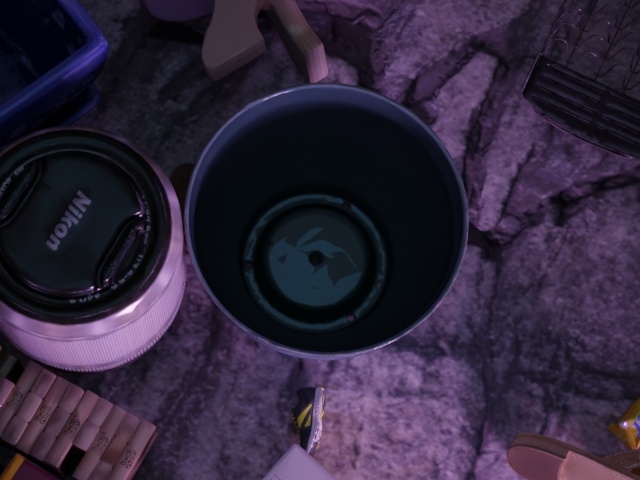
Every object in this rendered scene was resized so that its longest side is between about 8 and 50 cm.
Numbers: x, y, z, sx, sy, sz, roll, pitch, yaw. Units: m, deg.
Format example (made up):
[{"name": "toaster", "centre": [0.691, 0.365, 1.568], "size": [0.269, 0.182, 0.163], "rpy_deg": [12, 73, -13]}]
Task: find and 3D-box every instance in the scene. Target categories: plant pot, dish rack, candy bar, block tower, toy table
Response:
[{"name": "plant pot", "centre": [0.000, 0.000, 1.820], "size": [0.293, 0.196, 0.293], "rpy_deg": [1, 75, -4]}, {"name": "dish rack", "centre": [0.364, -0.237, 1.970], "size": [0.208, 0.074, 0.271], "rpy_deg": [25, 75, 4]}, {"name": "candy bar", "centre": [0.385, 0.167, 1.889], "size": [0.040, 0.018, 0.161], "rpy_deg": [42, 77, 8]}, {"name": "plant pot", "centre": [-0.384, -0.198, 1.843], "size": [0.236, 0.212, 0.236], "rpy_deg": [-38, 80, -11]}, {"name": "block tower", "centre": [-0.344, 0.167, 1.809], "size": [0.335, 0.091, 0.097], "rpy_deg": [29, 74, 5]}, {"name": "toy table", "centre": [-0.053, -0.301, 1.889], "size": [0.274, 0.252, 0.161], "rpy_deg": [-38, 64, -1]}]

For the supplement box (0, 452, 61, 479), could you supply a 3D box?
[{"name": "supplement box", "centre": [-0.257, 0.311, 1.767], "size": [0.188, 0.104, 0.081], "rpy_deg": [31, 76, 5]}]

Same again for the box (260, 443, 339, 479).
[{"name": "box", "centre": [-0.021, 0.283, 1.790], "size": [0.102, 0.101, 0.087], "rpy_deg": [40, 76, 6]}]

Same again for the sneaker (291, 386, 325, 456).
[{"name": "sneaker", "centre": [-0.016, 0.200, 1.853], "size": [0.035, 0.031, 0.083], "rpy_deg": [7, 70, 12]}]

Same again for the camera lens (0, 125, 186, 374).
[{"name": "camera lens", "centre": [-0.251, 0.017, 1.759], "size": [0.219, 0.274, 0.219], "rpy_deg": [1, 74, -3]}]

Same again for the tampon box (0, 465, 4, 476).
[{"name": "tampon box", "centre": [-0.431, 0.236, 1.768], "size": [0.161, 0.120, 0.101], "rpy_deg": [31, 75, 5]}]

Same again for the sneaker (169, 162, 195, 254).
[{"name": "sneaker", "centre": [-0.142, -0.029, 1.905], "size": [0.042, 0.067, 0.118], "rpy_deg": [-12, 46, -4]}]

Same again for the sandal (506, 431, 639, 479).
[{"name": "sandal", "centre": [0.327, 0.249, 1.832], "size": [0.240, 0.088, 0.079], "rpy_deg": [22, 50, 14]}]
